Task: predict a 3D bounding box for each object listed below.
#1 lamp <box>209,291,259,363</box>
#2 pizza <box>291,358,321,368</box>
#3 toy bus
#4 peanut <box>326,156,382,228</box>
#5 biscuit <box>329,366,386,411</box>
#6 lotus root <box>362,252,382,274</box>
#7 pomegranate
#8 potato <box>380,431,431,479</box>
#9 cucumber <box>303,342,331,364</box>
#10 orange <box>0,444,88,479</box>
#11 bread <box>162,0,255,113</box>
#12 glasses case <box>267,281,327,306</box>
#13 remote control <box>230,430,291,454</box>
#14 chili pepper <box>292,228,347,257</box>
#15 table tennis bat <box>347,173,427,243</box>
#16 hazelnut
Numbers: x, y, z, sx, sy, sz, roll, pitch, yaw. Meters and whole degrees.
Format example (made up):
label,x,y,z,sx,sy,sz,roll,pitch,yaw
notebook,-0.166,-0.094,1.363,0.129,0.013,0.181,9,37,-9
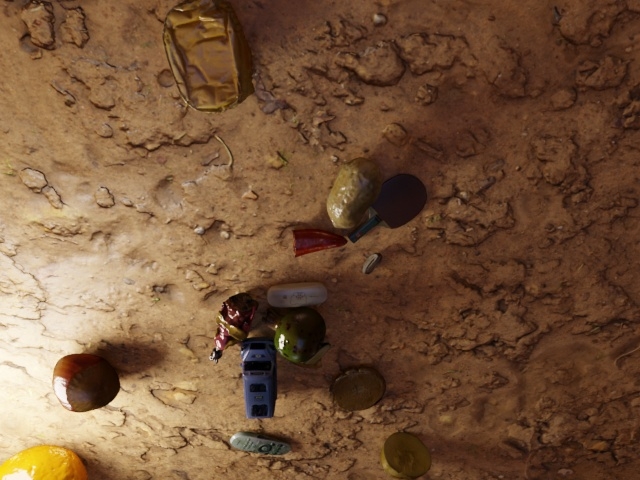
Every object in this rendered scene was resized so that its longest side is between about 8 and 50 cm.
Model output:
label,x,y,z,sx,sy,sz,roll,pitch,yaw
lamp,-0.284,0.289,1.428,0.118,0.118,0.253,15,115,-13
pizza,-0.047,0.384,1.535,0.134,0.046,0.175,-40,119,11
toy bus,-0.212,0.476,1.521,0.125,0.133,0.292,0,119,-4
peanut,0.092,-0.129,1.227,0.129,0.129,0.224,22,124,-16
biscuit,0.139,0.556,1.649,0.226,0.042,0.226,-1,119,-2
lotus root,0.165,0.069,1.393,0.037,0.030,0.083,11,126,-46
pomegranate,-0.078,0.291,1.430,0.179,0.210,0.179,-22,134,-25
potato,0.327,0.897,1.792,0.203,0.178,0.158,-4,136,-23
cucumber,-0.013,0.376,1.489,0.107,0.035,0.067,-43,144,11
orange,-1.031,0.915,1.603,0.341,0.293,0.340,-5,107,-16
bread,-0.253,-0.432,1.022,0.179,0.133,0.250,-12,118,3
glasses case,-0.075,0.175,1.417,0.193,0.049,0.074,-3,119,-2
remote control,-0.238,0.811,1.754,0.256,0.045,0.097,25,115,-21
chili pepper,0.000,0.005,1.327,0.169,0.065,0.088,-3,120,-8
table tennis bat,0.194,-0.086,1.317,0.274,0.021,0.154,-39,115,13
hazelnut,-0.781,0.475,1.444,0.210,0.186,0.210,-12,131,-14
